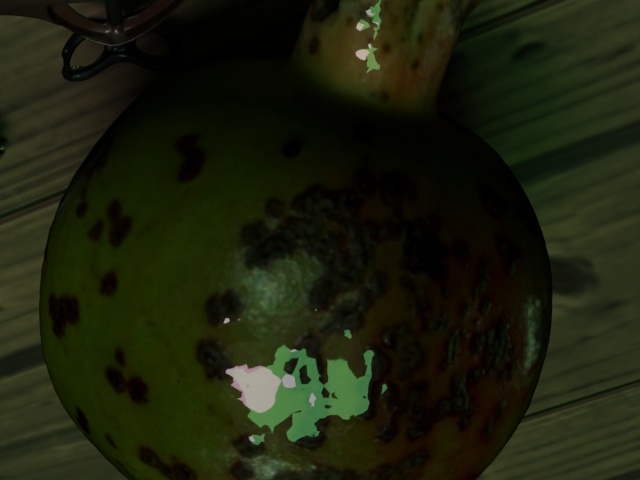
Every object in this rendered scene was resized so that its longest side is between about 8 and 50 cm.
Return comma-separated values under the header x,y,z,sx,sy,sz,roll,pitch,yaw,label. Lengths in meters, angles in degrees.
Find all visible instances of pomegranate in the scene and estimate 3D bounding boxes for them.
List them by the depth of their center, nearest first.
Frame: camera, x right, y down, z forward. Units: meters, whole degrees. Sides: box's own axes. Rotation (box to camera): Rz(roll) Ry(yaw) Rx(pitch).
x,y,z,sx,sy,sz,roll,pitch,yaw,label
0.005,-0.004,0.592,0.198,0.246,0.198,28,170,5,pomegranate

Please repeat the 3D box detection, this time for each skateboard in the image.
x,y,z,sx,sy,sz,roll,pitch,yaw,label
-0.115,-0.093,0.571,0.151,0.067,0.080,-5,144,-3,skateboard

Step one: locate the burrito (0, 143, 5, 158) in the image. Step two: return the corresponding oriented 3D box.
x,y,z,sx,sy,sz,roll,pitch,yaw,label
-0.226,-0.034,0.632,0.185,0.041,0.045,-4,133,0,burrito
